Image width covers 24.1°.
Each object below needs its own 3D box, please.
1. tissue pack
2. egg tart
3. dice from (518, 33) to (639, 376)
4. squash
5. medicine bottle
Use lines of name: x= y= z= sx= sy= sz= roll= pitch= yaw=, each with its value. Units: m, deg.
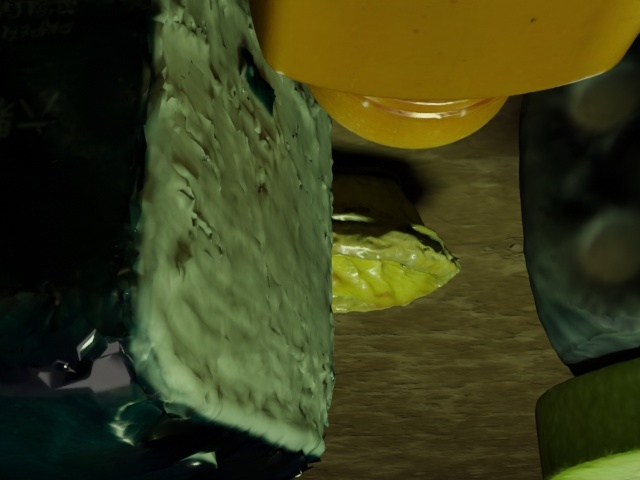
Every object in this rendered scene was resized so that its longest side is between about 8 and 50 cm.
tissue pack: x=-0.222 y=-0.013 z=0.646 sx=0.416 sy=0.253 sz=0.264 roll=-4 pitch=162 yaw=13
egg tart: x=0.000 y=0.000 z=0.992 sx=0.191 sy=0.074 sz=0.191 roll=-2 pitch=163 yaw=-1
dice: x=0.212 y=-0.018 z=0.786 sx=0.181 sy=0.183 sz=0.182 roll=-8 pitch=160 yaw=23
squash: x=0.242 y=0.103 z=0.797 sx=0.252 sy=0.049 sz=0.252 roll=-3 pitch=160 yaw=-1
medicine bottle: x=0.048 y=-0.121 z=0.558 sx=0.149 sy=0.112 sz=0.222 roll=0 pitch=162 yaw=-5
